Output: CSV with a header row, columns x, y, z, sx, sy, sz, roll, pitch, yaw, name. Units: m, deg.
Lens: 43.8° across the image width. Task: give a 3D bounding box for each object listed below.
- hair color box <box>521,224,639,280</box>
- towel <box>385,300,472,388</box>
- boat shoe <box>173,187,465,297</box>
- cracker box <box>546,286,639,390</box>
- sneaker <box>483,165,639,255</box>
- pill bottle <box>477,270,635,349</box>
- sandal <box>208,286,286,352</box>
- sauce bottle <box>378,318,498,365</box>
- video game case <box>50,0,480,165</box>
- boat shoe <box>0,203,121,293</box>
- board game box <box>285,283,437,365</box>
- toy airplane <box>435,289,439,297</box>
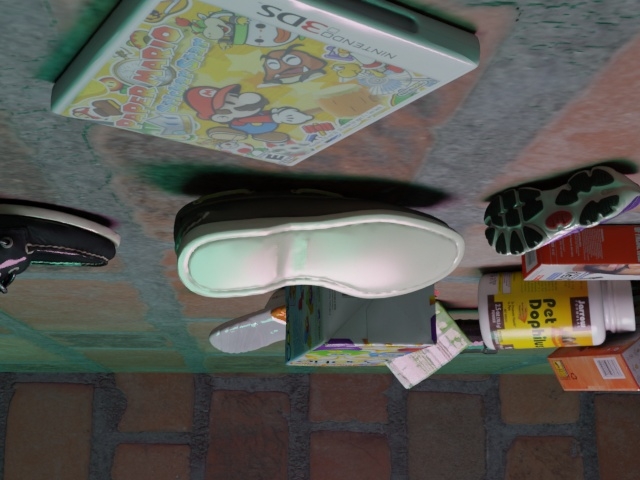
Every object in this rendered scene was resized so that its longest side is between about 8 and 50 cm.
x,y,z,sx,sy,sz,roll,pitch,yaw,name
0.343,0.017,0.986,0.167,0.054,0.093,-2,165,0,hair color box
0.188,0.193,1.473,0.152,0.113,0.023,-38,-167,10,towel
0.001,-0.004,0.824,0.304,0.091,0.109,0,124,-18,boat shoe
0.486,0.144,1.226,0.232,0.067,0.155,-30,-177,-27,cracker box
0.243,-0.023,0.804,0.071,0.068,0.169,6,165,-44,sneaker
0.348,0.099,1.178,0.214,0.117,0.117,-6,165,19,pill bottle
-0.060,0.110,1.295,0.265,0.076,0.102,-15,139,12,sandal
0.168,0.186,1.539,0.344,0.112,0.111,-2,166,2,sauce bottle
-0.046,-0.109,0.535,0.206,0.026,0.227,10,163,-33,video game case
-0.383,0.017,0.849,0.339,0.113,0.127,11,161,-38,boat shoe
0.043,0.086,1.070,0.141,0.145,0.275,2,166,-12,board game box
0.127,0.087,1.298,0.151,0.028,0.151,11,154,5,toy airplane
